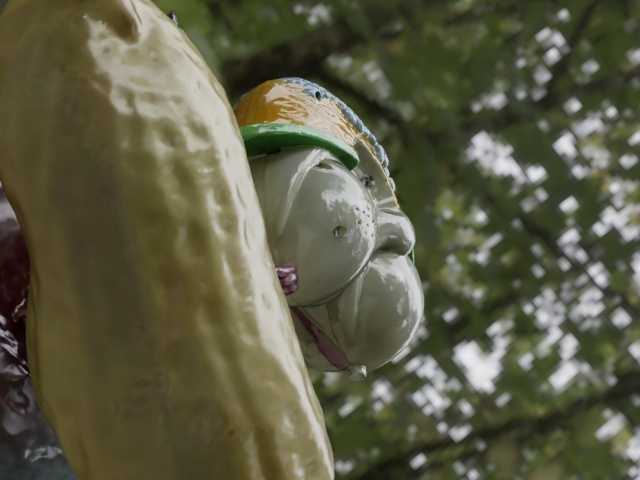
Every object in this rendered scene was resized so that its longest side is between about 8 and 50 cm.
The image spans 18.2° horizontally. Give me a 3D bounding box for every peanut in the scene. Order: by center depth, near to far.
[{"bbox_3d":[-0.090,0.023,0.990,0.147,0.147,0.319,-14,-84,63],"label":"peanut"}]

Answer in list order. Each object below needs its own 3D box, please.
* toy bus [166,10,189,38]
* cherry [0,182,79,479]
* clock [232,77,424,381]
[{"bbox_3d":[-0.154,-0.129,1.885,0.079,0.077,0.174,-99,-179,-56],"label":"toy bus"},{"bbox_3d":[-0.232,0.072,1.263,0.296,0.218,0.255,-19,-115,44],"label":"cherry"},{"bbox_3d":[0.000,0.000,1.221,0.103,0.144,0.231,-14,-34,21],"label":"clock"}]
